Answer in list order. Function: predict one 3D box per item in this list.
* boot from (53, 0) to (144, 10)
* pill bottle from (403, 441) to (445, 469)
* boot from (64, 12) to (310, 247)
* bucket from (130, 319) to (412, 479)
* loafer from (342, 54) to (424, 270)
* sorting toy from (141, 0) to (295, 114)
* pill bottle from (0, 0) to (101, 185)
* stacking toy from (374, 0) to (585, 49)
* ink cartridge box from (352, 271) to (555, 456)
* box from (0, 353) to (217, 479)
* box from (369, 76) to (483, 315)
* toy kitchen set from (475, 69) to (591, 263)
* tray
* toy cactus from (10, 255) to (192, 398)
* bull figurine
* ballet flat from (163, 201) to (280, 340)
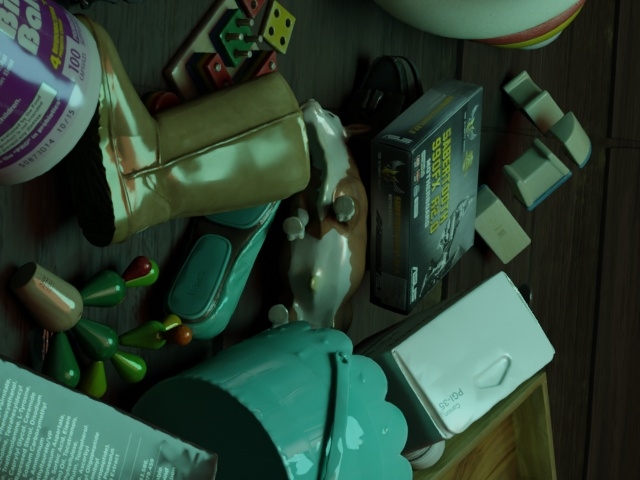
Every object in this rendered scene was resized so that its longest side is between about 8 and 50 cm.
[{"bbox_3d":[-0.223,-0.320,1.394,0.338,0.118,0.222,1,94,-68],"label":"boot"},{"bbox_3d":[0.104,0.239,2.029,0.137,0.078,0.078,47,57,-48],"label":"pill bottle"},{"bbox_3d":[-0.139,-0.129,1.577,0.269,0.089,0.236,-21,112,-42],"label":"boot"},{"bbox_3d":[-0.060,0.235,1.639,0.183,0.281,0.281,-18,109,-50],"label":"bucket"},{"bbox_3d":[0.060,-0.099,1.910,0.084,0.096,0.267,12,87,-49],"label":"loafer"},{"bbox_3d":[-0.090,-0.182,1.717,0.274,0.046,0.132,-58,138,-33],"label":"sorting toy"},{"bbox_3d":[-0.327,-0.172,1.267,0.301,0.169,0.169,34,67,-53],"label":"pill bottle"},{"bbox_3d":[0.240,-0.350,2.013,0.480,0.350,0.350,45,57,-69],"label":"stacking toy"},{"bbox_3d":[0.097,0.163,1.792,0.207,0.283,0.117,-32,90,-39],"label":"ink cartridge box"},{"bbox_3d":[-0.288,0.179,1.298,0.381,0.191,0.143,31,62,-43],"label":"box"},{"bbox_3d":[0.126,-0.053,1.885,0.183,0.056,0.231,-41,141,-46],"label":"box"},{"bbox_3d":[0.274,-0.107,2.243,0.207,0.166,0.122,-40,137,2],"label":"toy kitchen set"},{"bbox_3d":[0.200,0.354,2.190,0.411,0.076,0.203,-33,121,-50],"label":"tray"},{"bbox_3d":[-0.226,0.091,1.527,0.180,0.112,0.219,47,65,-36],"label":"toy cactus"},{"bbox_3d":[0.000,0.000,1.789,0.188,0.101,0.310,-61,154,-74],"label":"bull figurine"},{"bbox_3d":[-0.102,0.003,1.714,0.087,0.083,0.247,83,28,-61],"label":"ballet flat"}]
